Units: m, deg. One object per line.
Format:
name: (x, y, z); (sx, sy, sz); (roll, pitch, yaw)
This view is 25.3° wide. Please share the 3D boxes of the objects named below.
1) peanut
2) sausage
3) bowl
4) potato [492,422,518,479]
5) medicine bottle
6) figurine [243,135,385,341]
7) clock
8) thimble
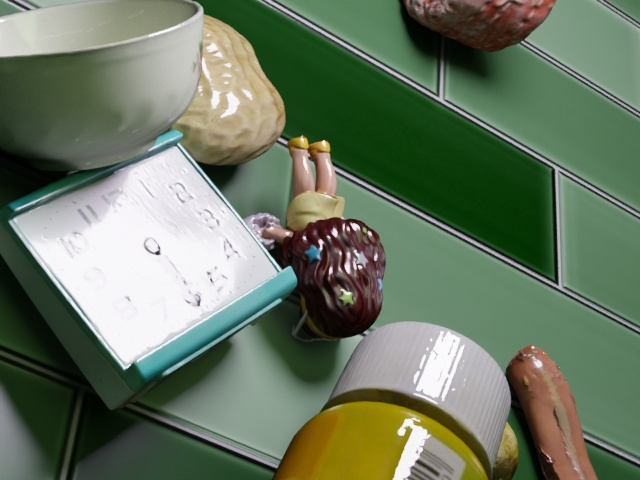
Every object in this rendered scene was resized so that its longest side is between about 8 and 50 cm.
peanut: (-0.147, -0.190, 1.667); (0.197, 0.110, 0.233); (-14, 74, -45)
sausage: (0.308, 0.271, 1.775); (0.078, 0.078, 0.304); (1, 61, -41)
bowl: (-0.248, -0.158, 1.477); (0.277, 0.277, 0.145); (-33, 122, -48)
potato: (0.206, 0.246, 1.709); (0.103, 0.066, 0.096); (42, 46, -14)
medicine bottle: (0.057, 0.274, 1.440); (0.224, 0.224, 0.384); (41, 43, -12)
figurine: (0.001, 0.001, 1.658); (0.175, 0.116, 0.240); (3, 61, -40)
clock: (-0.189, 0.032, 1.486); (0.231, 0.116, 0.262); (51, 41, 7)
thimble: (0.235, -0.396, 2.052); (0.162, 0.239, 0.239); (13, 54, -33)
